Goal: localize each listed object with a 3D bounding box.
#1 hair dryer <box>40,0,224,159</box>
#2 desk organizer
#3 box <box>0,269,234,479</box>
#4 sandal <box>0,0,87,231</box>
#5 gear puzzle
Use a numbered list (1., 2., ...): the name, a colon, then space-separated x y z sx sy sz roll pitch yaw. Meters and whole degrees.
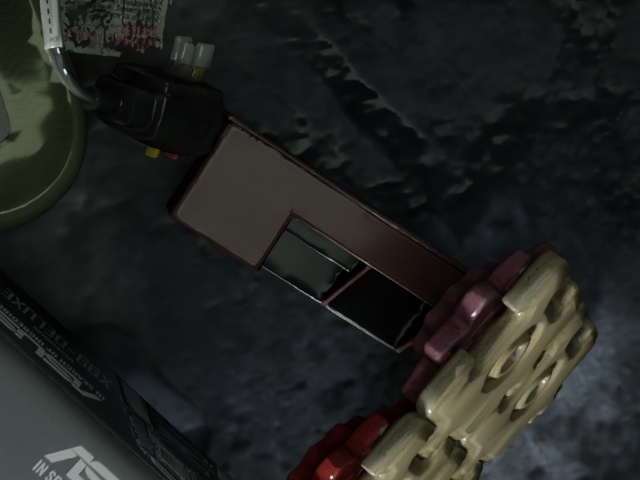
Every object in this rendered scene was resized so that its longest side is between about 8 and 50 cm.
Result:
1. hair dryer: -0.156 -0.132 0.616 0.293 0.080 0.224 -6 93 -50
2. desk organizer: 0.000 0.000 0.742 0.130 0.047 0.050 33 92 -11
3. box: -0.224 0.091 0.673 0.307 0.076 0.242 43 96 -5
4. sandal: -0.185 -0.141 0.676 0.120 0.086 0.303 -34 100 -4
5. gear puzzle: -0.013 0.138 0.708 0.044 0.175 0.339 41 89 19
